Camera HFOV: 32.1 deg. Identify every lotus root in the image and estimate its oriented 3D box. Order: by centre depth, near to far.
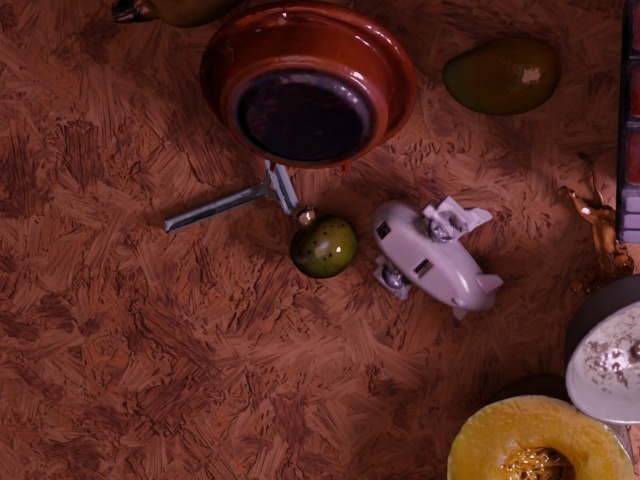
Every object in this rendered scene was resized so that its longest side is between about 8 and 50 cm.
[{"bbox_3d":[-0.222,-0.447,1.863,0.310,0.183,0.182,-31,99,25],"label":"lotus root"}]

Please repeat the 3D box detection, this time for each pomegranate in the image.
[{"bbox_3d":[0.004,0.006,1.994,0.130,0.130,0.130,5,110,13],"label":"pomegranate"}]

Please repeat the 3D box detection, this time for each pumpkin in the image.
[{"bbox_3d":[0.403,0.404,1.997,0.332,0.199,0.332,4,102,17],"label":"pumpkin"}]

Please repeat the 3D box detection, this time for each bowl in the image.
[{"bbox_3d":[0.524,0.154,1.828,0.289,0.146,0.289,-4,128,-6],"label":"bowl"}]

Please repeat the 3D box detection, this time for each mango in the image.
[{"bbox_3d":[0.296,-0.270,1.828,0.195,0.092,0.130,7,112,17],"label":"mango"}]

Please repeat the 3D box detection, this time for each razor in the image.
[{"bbox_3d":[-0.171,-0.069,2.051,0.278,0.056,0.111,-18,96,28],"label":"razor"}]

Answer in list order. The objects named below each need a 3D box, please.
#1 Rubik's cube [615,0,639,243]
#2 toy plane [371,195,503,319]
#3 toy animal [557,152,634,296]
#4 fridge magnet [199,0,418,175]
[{"bbox_3d":[0.587,-0.163,1.621,0.304,0.301,0.305,4,76,15],"label":"Rubik's cube"},{"bbox_3d":[0.202,0.028,1.943,0.267,0.122,0.266,14,127,19],"label":"toy plane"},{"bbox_3d":[0.477,-0.025,1.876,0.114,0.116,0.255,-5,94,30],"label":"toy animal"},{"bbox_3d":[-0.021,-0.247,1.829,0.364,0.155,0.363,5,144,3],"label":"fridge magnet"}]
